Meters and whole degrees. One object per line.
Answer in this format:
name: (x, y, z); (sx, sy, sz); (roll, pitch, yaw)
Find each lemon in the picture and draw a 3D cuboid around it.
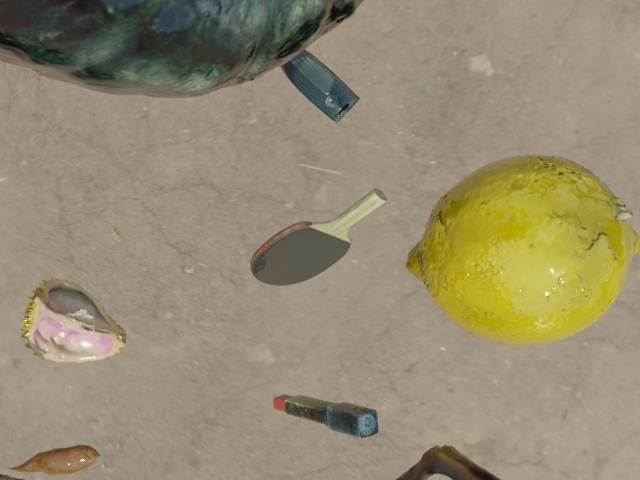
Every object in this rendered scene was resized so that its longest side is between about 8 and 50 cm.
lemon: (0.178, 0.010, 0.752); (0.173, 0.206, 0.173); (22, 65, -60)

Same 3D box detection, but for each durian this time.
durian: (-0.460, 0.152, 1.531); (0.182, 0.132, 0.165); (-9, 101, -45)

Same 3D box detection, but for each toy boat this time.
toy boat: (-0.010, -0.242, 1.262); (0.141, 0.060, 0.055); (42, 107, -3)

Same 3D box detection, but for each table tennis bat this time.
table tennis bat: (0.000, 0.000, 0.796); (0.087, 0.156, 0.013); (25, 38, -44)

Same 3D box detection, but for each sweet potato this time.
sweet potato: (-0.514, 0.425, 1.613); (0.195, 0.056, 0.056); (-9, 97, 13)

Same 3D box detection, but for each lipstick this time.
lipstick: (-0.001, 0.353, 1.739); (0.051, 0.312, 0.051); (-10, 96, -36)

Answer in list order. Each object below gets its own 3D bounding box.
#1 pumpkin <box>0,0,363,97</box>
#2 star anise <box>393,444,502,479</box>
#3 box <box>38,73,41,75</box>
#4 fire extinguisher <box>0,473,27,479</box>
pumpkin: (-0.078, -0.220, 0.366); (0.315, 0.238, 0.315); (-20, 128, -27)
star anise: (0.064, 0.301, 0.811); (0.237, 0.346, 0.148); (38, 45, -16)
box: (-0.286, -0.316, 0.989); (0.215, 0.215, 0.086); (65, 30, -41)
fire extinguisher: (-0.312, 0.264, 0.762); (0.344, 0.138, 0.102); (43, 65, -51)
